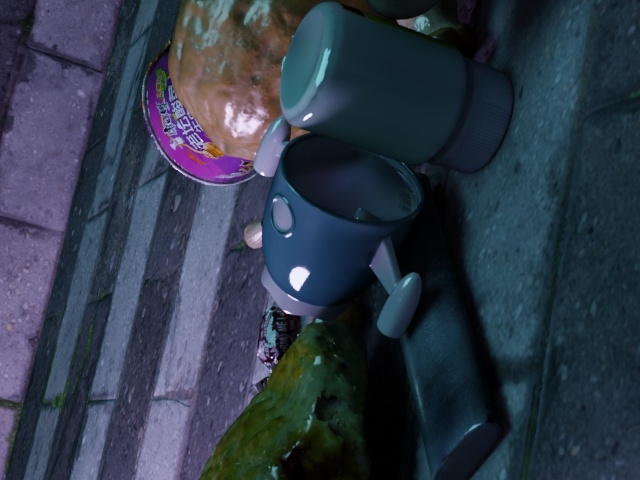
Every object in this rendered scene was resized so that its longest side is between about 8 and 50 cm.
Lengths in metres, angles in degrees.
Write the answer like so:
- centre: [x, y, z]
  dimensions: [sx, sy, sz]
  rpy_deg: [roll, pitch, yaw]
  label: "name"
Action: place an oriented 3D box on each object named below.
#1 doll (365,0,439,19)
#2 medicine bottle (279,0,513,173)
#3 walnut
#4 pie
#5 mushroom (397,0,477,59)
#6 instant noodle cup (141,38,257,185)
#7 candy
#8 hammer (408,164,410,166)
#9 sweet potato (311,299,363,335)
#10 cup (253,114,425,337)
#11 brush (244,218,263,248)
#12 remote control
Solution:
- centre: [0.129, -0.389, 1.266]
  dimensions: [0.215, 0.370, 0.226]
  rpy_deg: [54, 169, 26]
  label: "doll"
- centre: [0.080, -0.159, 1.308]
  dimensions: [0.139, 0.225, 0.139]
  rpy_deg: [-50, 31, 46]
  label: "medicine bottle"
- centre: [-0.046, -0.262, 1.589]
  dimensions: [0.344, 0.306, 0.306]
  rpy_deg: [-60, 24, 16]
  label: "walnut"
- centre: [-0.050, 0.313, 1.368]
  dimensions: [0.395, 0.180, 0.418]
  rpy_deg: [-49, 24, 44]
  label: "pie"
- centre: [0.103, -0.355, 1.424]
  dimensions: [0.128, 0.128, 0.350]
  rpy_deg: [-25, 76, 62]
  label: "mushroom"
- centre: [-0.120, -0.223, 1.852]
  dimensions: [0.190, 0.251, 0.251]
  rpy_deg: [-19, 57, 54]
  label: "instant noodle cup"
- centre: [-0.067, 0.145, 1.686]
  dimensions: [0.094, 0.051, 0.226]
  rpy_deg: [153, 130, -65]
  label: "candy"
- centre: [0.093, -0.048, 1.488]
  dimensions: [0.029, 0.014, 0.123]
  rpy_deg: [-114, 41, -71]
  label: "hammer"
- centre: [-0.010, 0.157, 1.530]
  dimensions: [0.233, 0.062, 0.081]
  rpy_deg: [-60, 6, 38]
  label: "sweet potato"
- centre: [0.008, -0.007, 1.349]
  dimensions: [0.299, 0.167, 0.173]
  rpy_deg: [53, 135, 33]
  label: "cup"
- centre: [-0.039, -0.051, 1.791]
  dimensions: [0.299, 0.039, 0.042]
  rpy_deg: [-34, 47, 54]
  label: "brush"
- centre: [0.117, 0.081, 1.292]
  dimensions: [0.107, 0.044, 0.377]
  rpy_deg: [-53, 29, 31]
  label: "remote control"
